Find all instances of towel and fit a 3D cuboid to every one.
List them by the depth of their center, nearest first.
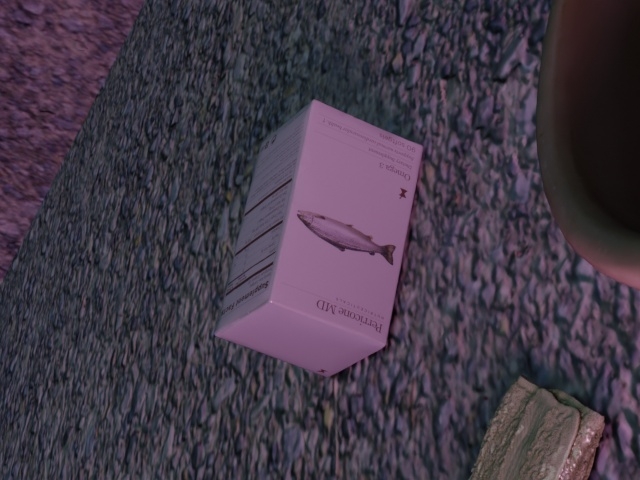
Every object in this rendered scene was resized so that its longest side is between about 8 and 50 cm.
[{"bbox_3d":[0.113,0.156,0.989,0.148,0.027,0.110,-69,20,-1],"label":"towel"}]

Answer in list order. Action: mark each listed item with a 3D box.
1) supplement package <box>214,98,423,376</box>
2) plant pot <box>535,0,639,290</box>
[{"bbox_3d":[0.000,0.000,1.317,0.105,0.105,0.179,-34,40,56],"label":"supplement package"},{"bbox_3d":[0.252,-0.083,0.384,0.323,0.280,0.323,-60,14,26],"label":"plant pot"}]
